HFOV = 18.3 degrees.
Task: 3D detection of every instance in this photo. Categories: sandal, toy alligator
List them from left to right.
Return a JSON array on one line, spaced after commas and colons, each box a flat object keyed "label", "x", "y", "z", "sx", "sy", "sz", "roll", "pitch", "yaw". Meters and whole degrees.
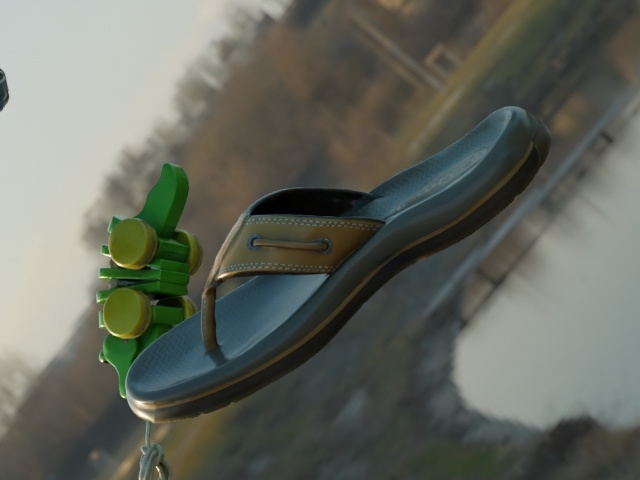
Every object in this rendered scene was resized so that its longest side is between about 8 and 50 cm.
[{"label": "toy alligator", "x": -0.106, "y": 0.050, "z": 1.140, "sx": 0.056, "sy": 0.051, "sz": 0.190, "roll": 12, "pitch": -100, "yaw": -56}, {"label": "sandal", "x": 0.000, "y": 0.000, "z": 0.877, "sx": 0.219, "sy": 0.060, "sz": 0.090, "roll": -34, "pitch": 18, "yaw": 8}]

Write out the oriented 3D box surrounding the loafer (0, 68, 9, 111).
[{"label": "loafer", "x": -0.276, "y": -0.104, "z": 1.303, "sx": 0.076, "sy": 0.078, "sz": 0.223, "roll": -8, "pitch": 5, "yaw": 24}]
